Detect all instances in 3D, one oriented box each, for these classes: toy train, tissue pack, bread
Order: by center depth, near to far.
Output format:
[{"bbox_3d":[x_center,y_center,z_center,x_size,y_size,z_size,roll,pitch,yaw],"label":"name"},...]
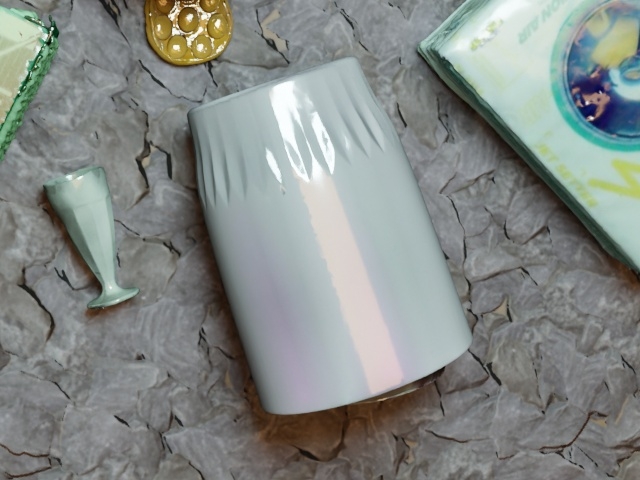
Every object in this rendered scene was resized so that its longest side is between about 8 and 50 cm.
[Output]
[{"bbox_3d":[-0.400,-0.158,1.367,0.154,0.115,0.269,27,87,-9],"label":"toy train"},{"bbox_3d":[-0.154,-0.257,1.463,0.110,0.024,0.110,-1,96,-15],"label":"bread"},{"bbox_3d":[0.350,-0.188,1.498,0.287,0.162,0.388,-44,105,8],"label":"tissue pack"}]

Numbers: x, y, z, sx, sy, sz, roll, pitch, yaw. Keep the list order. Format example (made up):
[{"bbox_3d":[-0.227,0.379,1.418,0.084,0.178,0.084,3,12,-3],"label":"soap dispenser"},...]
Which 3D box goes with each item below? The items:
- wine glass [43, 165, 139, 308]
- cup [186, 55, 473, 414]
[{"bbox_3d":[-0.262,-0.003,1.437,0.073,0.073,0.155,-16,101,-12],"label":"wine glass"},{"bbox_3d":[0.000,0.000,1.409,0.253,0.253,0.371,-21,97,-11],"label":"cup"}]
